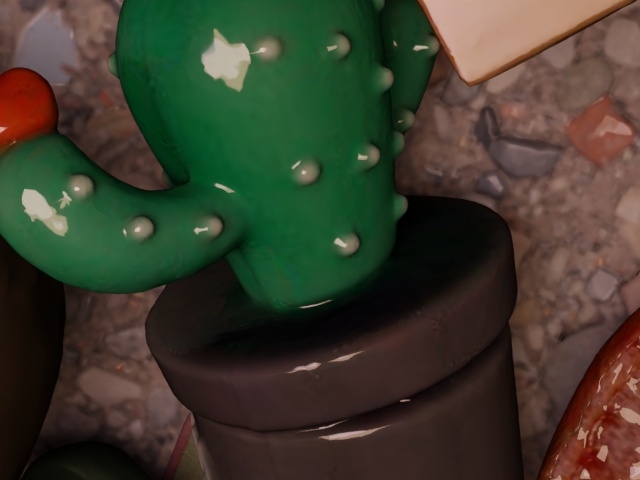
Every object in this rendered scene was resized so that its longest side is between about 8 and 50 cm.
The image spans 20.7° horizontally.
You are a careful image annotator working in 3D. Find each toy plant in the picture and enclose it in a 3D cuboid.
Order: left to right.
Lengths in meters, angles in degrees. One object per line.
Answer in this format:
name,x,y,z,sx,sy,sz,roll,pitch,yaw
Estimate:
toy plant,-0.012,0.005,0.853,0.279,0.185,0.400,-20,113,-15

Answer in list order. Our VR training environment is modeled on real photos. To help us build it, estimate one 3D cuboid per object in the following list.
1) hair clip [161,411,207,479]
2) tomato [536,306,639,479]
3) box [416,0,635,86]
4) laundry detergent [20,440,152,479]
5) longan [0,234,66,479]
hair clip,-0.071,0.157,1.005,0.054,0.022,0.137,22,105,3
tomato,0.227,0.124,0.920,0.236,0.095,0.237,3,104,10
box,0.126,-0.141,0.809,0.152,0.237,0.070,-28,93,13
laundry detergent,-0.088,0.216,0.935,0.221,0.078,0.144,40,122,35
longan,-0.354,0.069,0.842,0.404,0.404,0.436,45,111,-2
